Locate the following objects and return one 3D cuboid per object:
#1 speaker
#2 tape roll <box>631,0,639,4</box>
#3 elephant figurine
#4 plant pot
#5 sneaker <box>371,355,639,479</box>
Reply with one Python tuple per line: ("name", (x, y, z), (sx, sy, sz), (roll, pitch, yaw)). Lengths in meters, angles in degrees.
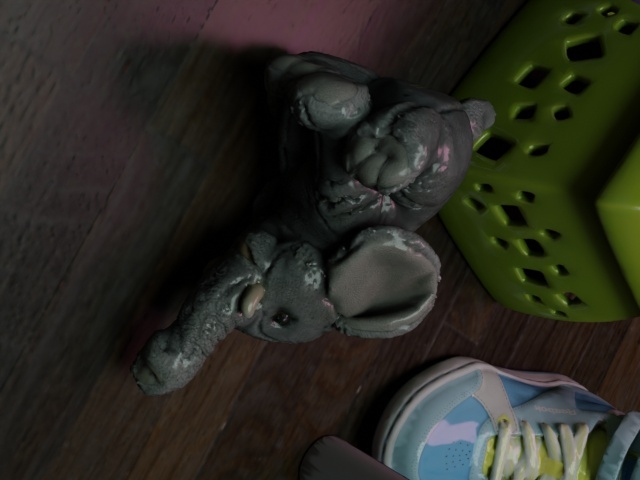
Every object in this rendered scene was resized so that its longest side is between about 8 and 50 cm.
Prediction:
("speaker", (0.045, 0.209, 0.792), (0.055, 0.136, 0.055), (-15, 114, -38))
("tape roll", (0.405, -0.208, 1.003), (0.275, 0.090, 0.275), (-16, 115, -37))
("elephant figurine", (0.000, 0.000, 0.689), (0.169, 0.186, 0.239), (-67, 175, -72))
("plant pot", (0.251, -0.058, 0.836), (0.227, 0.207, 0.228), (-52, 133, -16))
("sneaker", (0.214, 0.195, 0.891), (0.319, 0.208, 0.127), (3, 104, -42))
